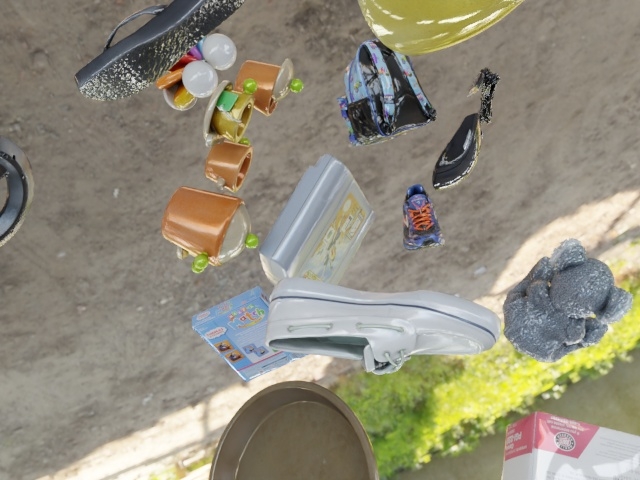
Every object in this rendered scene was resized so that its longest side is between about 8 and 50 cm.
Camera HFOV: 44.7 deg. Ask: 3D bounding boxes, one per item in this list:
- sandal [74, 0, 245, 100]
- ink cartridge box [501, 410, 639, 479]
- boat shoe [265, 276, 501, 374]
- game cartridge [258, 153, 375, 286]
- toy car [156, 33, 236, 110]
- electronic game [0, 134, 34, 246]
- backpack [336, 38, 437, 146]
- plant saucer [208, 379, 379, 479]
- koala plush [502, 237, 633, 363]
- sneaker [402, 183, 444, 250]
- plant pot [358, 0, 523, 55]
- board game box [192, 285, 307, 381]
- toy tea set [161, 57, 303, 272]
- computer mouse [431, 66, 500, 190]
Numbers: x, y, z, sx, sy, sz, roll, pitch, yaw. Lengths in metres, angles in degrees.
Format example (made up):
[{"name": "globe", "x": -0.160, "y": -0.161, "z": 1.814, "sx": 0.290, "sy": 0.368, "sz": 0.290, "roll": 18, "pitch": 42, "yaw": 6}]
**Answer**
[{"name": "sandal", "x": -0.205, "y": -0.266, "z": 0.995, "sx": 0.254, "sy": 0.054, "sz": 0.097, "roll": -38, "pitch": 166, "yaw": -7}, {"name": "ink cartridge box", "x": 0.286, "y": 0.322, "z": 0.869, "sx": 0.158, "sy": 0.218, "sz": 0.092, "roll": 15, "pitch": 153, "yaw": -5}, {"name": "boat shoe", "x": 0.057, "y": 0.094, "z": 0.751, "sx": 0.226, "sy": 0.076, "sz": 0.083, "roll": 6, "pitch": 146, "yaw": 13}, {"name": "game cartridge", "x": 0.000, "y": 0.000, "z": 1.211, "sx": 0.198, "sy": 0.062, "sz": 0.297, "roll": -63, "pitch": 162, "yaw": -6}, {"name": "toy car", "x": -0.275, "y": -0.369, "z": 1.618, "sx": 0.136, "sy": 0.182, "sz": 0.159, "roll": 40, "pitch": 153, "yaw": -22}, {"name": "electronic game", "x": -0.563, "y": -0.068, "z": 1.240, "sx": 0.229, "sy": 0.048, "sz": 0.229, "roll": -34, "pitch": 139, "yaw": -35}, {"name": "backpack", "x": 0.107, "y": -0.270, "z": 1.410, "sx": 0.158, "sy": 0.173, "sz": 0.117, "roll": -23, "pitch": -176, "yaw": -39}, {"name": "plant saucer", "x": -0.033, "y": 0.313, "z": 0.954, "sx": 0.278, "sy": 0.278, "sz": 0.041, "roll": -41, "pitch": 142, "yaw": 24}, {"name": "koala plush", "x": 0.463, "y": 0.111, "z": 1.446, "sx": 0.203, "sy": 0.196, "sz": 0.221, "roll": -26, "pitch": 163, "yaw": -35}, {"name": "sneaker", "x": 0.198, "y": -0.046, "z": 1.576, "sx": 0.083, "sy": 0.221, "sz": 0.087, "roll": -11, "pitch": 115, "yaw": 1}, {"name": "plant pot", "x": 0.102, "y": -0.205, "z": 0.568, "sx": 0.134, "sy": 0.134, "sz": 0.095, "roll": -9, "pitch": -167, "yaw": -42}, {"name": "board game box", "x": -0.142, "y": 0.199, "z": 1.624, "sx": 0.160, "sy": 0.039, "sz": 0.211, "roll": -25, "pitch": 131, "yaw": 13}, {"name": "toy tea set", "x": -0.104, "y": -0.103, "z": 1.084, "sx": 0.200, "sy": 0.124, "sz": 0.336, "roll": 26, "pitch": 84, "yaw": -86}, {"name": "computer mouse", "x": 0.311, "y": -0.226, "z": 1.594, "sx": 0.262, "sy": 0.060, "sz": 0.184, "roll": -54, "pitch": 156, "yaw": -26}]
